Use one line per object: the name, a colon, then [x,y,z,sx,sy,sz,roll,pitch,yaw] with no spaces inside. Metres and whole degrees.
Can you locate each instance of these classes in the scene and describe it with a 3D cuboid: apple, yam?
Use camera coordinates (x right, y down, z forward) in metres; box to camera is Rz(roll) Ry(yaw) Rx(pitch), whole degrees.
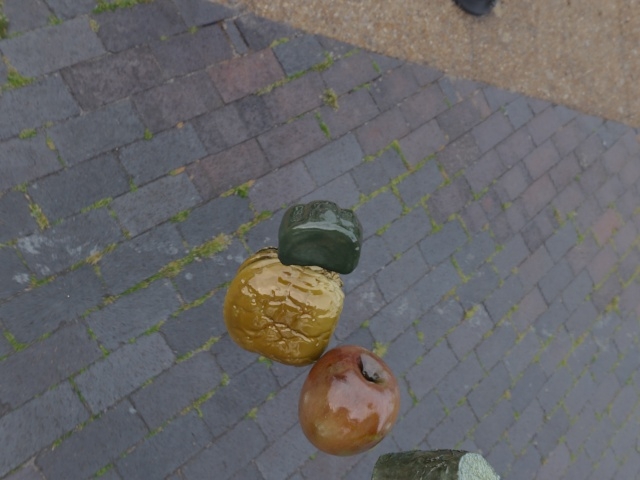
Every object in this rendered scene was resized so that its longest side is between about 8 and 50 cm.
apple: [0.060,0.381,1.120,0.254,0.253,0.253,4,82,-28]
yam: [0.216,0.482,0.915,0.154,0.254,0.154,28,56,-51]

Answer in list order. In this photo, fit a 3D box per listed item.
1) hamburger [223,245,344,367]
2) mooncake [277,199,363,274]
hamburger: [-0.096,0.166,1.188,0.319,0.158,0.318,2,110,5]
mooncake: [0.000,0.000,0.937,0.175,0.168,0.104,37,31,-26]
